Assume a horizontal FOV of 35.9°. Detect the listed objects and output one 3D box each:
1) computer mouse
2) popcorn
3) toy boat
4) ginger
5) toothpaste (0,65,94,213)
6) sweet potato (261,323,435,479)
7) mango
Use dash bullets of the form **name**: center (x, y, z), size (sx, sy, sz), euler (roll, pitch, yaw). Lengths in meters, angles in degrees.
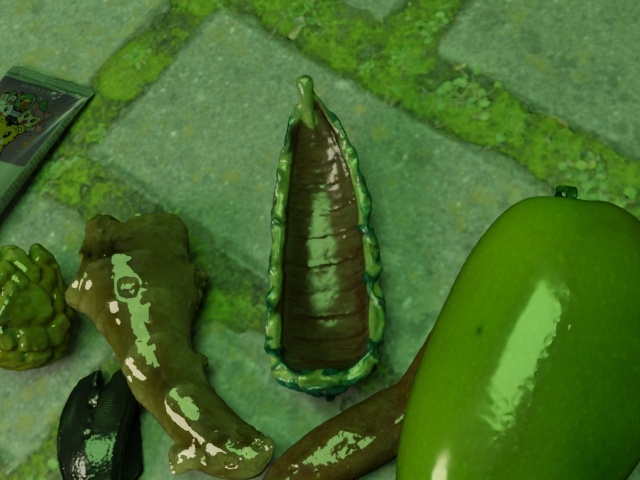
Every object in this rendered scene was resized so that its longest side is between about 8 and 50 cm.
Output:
- **computer mouse**: center (-0.202, 0.176, 0.894), size (0.079, 0.047, 0.135), euler (-4, 63, 11)
- **popcorn**: center (-0.292, 0.068, 0.941), size (0.106, 0.116, 0.121), euler (-34, 103, 29)
- **toy boat**: center (0.002, 0.001, 0.901), size (0.108, 0.099, 0.293), euler (-6, 72, 11)
- **ginger**: center (-0.131, 0.093, 0.898), size (0.131, 0.086, 0.294), euler (-30, 66, -16)
- **toothpaste**: center (-0.359, -0.066, 1.039), size (0.114, 0.073, 0.299), euler (17, 63, 20)
- **sweet potato**: center (0.035, 0.167, 0.831), size (0.281, 0.059, 0.067), euler (-39, 73, -5)
- **mango**: center (0.163, 0.128, 0.758), size (0.192, 0.156, 0.343), euler (27, 82, -14)
